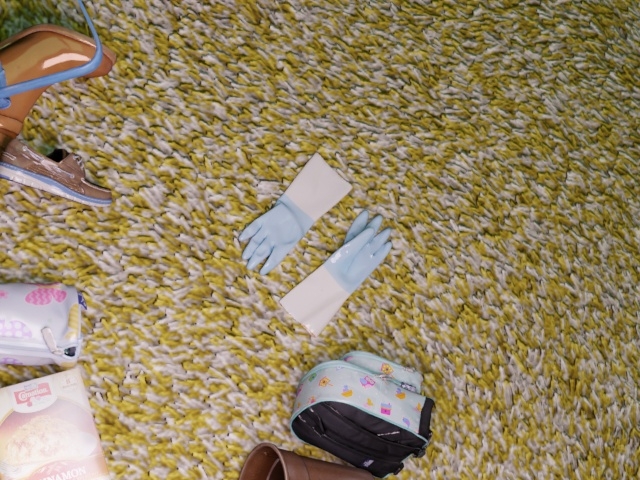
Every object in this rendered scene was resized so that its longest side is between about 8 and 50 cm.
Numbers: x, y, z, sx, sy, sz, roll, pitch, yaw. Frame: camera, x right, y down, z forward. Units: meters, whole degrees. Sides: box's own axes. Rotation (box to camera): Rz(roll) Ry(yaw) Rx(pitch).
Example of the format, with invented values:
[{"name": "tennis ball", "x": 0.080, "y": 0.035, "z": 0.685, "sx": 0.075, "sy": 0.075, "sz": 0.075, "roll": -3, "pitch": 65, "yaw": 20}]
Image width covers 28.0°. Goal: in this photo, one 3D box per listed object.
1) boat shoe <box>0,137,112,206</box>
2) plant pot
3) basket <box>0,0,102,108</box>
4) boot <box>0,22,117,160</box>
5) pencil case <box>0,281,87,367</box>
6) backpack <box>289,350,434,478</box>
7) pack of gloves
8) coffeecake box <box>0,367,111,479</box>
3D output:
[{"name": "boat shoe", "x": -0.367, "y": -0.096, "z": 1.819, "sx": 0.183, "sy": 0.066, "sz": 0.066, "roll": 18, "pitch": 90, "yaw": -43}, {"name": "plant pot", "x": -0.015, "y": 0.378, "z": 1.821, "sx": 0.165, "sy": 0.167, "sz": 0.167, "roll": 11, "pitch": 72, "yaw": -28}, {"name": "basket", "x": -0.455, "y": -0.292, "z": 1.695, "sx": 0.289, "sy": 0.201, "sz": 0.255, "roll": -22, "pitch": 76, "yaw": -7}, {"name": "boot", "x": -0.437, "y": -0.197, "z": 1.824, "sx": 0.283, "sy": 0.109, "sz": 0.220, "roll": 7, "pitch": 73, "yaw": -20}, {"name": "pencil case", "x": -0.457, "y": 0.117, "z": 1.726, "sx": 0.273, "sy": 0.113, "sz": 0.124, "roll": 3, "pitch": 42, "yaw": -21}, {"name": "backpack", "x": 0.054, "y": 0.246, "z": 1.875, "sx": 0.188, "sy": 0.166, "sz": 0.144, "roll": 19, "pitch": 54, "yaw": -19}, {"name": "pack of gloves", "x": 0.000, "y": 0.000, "z": 1.985, "sx": 0.195, "sy": 0.046, "sz": 0.232, "roll": 45, "pitch": 64, "yaw": -6}, {"name": "coffeecake box", "x": -0.375, "y": 0.282, "z": 1.742, "sx": 0.142, "sy": 0.068, "sz": 0.185, "roll": -14, "pitch": 81, "yaw": -24}]
